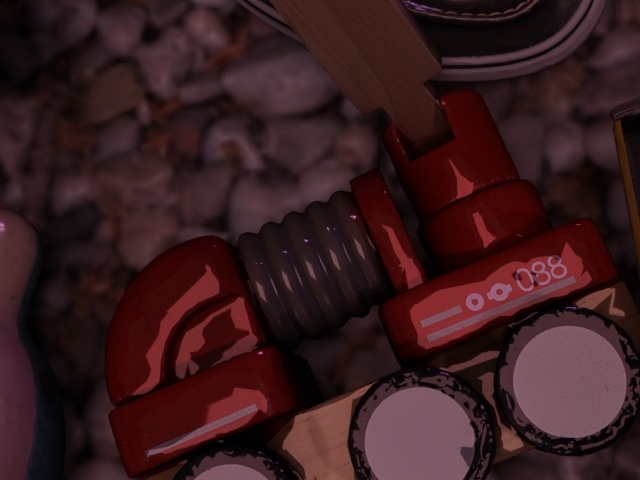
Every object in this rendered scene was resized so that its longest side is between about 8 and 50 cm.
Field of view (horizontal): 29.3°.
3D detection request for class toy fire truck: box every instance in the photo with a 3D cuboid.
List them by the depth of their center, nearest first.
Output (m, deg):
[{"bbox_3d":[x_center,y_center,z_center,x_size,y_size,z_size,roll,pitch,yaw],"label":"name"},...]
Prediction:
[{"bbox_3d":[0.000,0.000,0.520,0.217,0.158,0.246,-23,78,5],"label":"toy fire truck"}]

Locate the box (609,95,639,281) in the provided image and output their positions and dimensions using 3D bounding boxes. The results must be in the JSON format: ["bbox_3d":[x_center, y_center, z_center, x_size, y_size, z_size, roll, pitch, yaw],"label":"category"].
[{"bbox_3d":[0.263,0.085,0.473,0.257,0.079,0.322,-9,88,-20],"label":"box"}]

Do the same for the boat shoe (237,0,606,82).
[{"bbox_3d":[-0.031,-0.165,0.535,0.335,0.119,0.121,24,91,6],"label":"boat shoe"}]

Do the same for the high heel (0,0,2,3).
[{"bbox_3d":[-0.289,-0.083,0.493,0.377,0.181,0.127,-20,120,20],"label":"high heel"}]

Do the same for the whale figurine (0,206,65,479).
[{"bbox_3d":[-0.214,0.053,0.558,0.216,0.141,0.272,-29,62,4],"label":"whale figurine"}]
